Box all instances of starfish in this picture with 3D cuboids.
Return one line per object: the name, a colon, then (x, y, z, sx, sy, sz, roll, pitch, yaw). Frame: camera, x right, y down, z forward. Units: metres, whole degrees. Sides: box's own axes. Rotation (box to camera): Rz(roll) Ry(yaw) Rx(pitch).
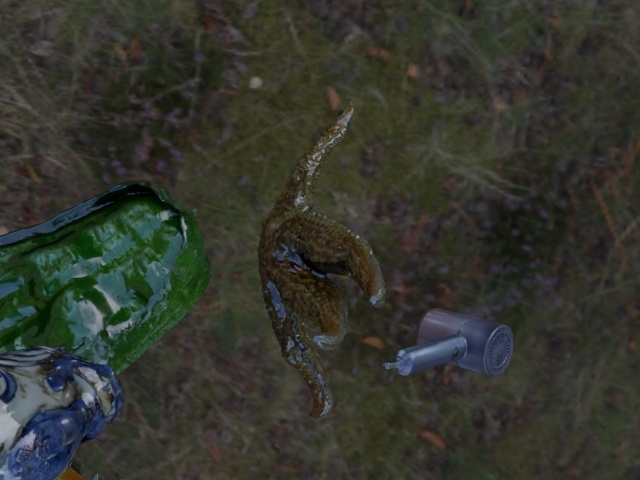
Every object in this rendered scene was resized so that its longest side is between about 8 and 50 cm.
starfish: (-0.006, 0.000, 0.481, 0.041, 0.133, 0.130, 6, 68, -11)

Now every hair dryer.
hair dryer: (0.076, 0.075, 0.813, 0.114, 0.063, 0.037, -9, 107, -49)

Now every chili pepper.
chili pepper: (-0.289, 0.085, 1.321, 0.385, 0.213, 0.167, -36, 153, -10)

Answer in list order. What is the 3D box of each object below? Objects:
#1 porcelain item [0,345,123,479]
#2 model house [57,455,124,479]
porcelain item: (-0.297, 0.137, 0.869, 0.186, 0.287, 0.138, -41, 119, -61)
model house: (-0.352, 0.352, 1.359, 0.224, 0.198, 0.215, 52, 35, -41)
